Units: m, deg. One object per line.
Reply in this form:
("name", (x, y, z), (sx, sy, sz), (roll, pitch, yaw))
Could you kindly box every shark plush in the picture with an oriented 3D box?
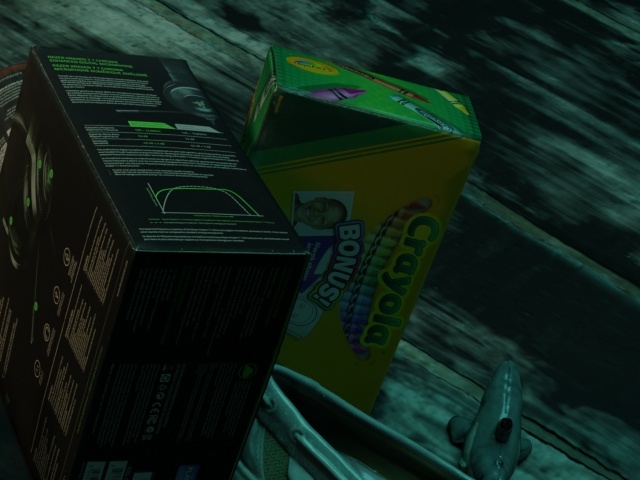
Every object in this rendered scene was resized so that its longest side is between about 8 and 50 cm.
("shark plush", (0.135, 0.162, 1.372), (0.073, 0.067, 0.161), (25, 30, 8))

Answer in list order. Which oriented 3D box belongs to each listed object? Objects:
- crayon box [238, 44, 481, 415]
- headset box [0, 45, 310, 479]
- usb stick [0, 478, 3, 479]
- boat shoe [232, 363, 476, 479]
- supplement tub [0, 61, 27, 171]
("crayon box", (0.000, 0.000, 1.342), (0.165, 0.278, 0.081), (13, 29, -12))
("headset box", (-0.149, 0.025, 1.244), (0.131, 0.246, 0.283), (2, 34, -29))
("usb stick", (-0.349, 0.142, 1.124), (0.278, 0.045, 0.077), (16, 14, -7))
("boat shoe", (0.080, 0.200, 1.239), (0.320, 0.103, 0.118), (27, 30, 12))
("supplement tub", (-0.236, -0.064, 1.480), (0.106, 0.106, 0.198), (2, 35, -29))
